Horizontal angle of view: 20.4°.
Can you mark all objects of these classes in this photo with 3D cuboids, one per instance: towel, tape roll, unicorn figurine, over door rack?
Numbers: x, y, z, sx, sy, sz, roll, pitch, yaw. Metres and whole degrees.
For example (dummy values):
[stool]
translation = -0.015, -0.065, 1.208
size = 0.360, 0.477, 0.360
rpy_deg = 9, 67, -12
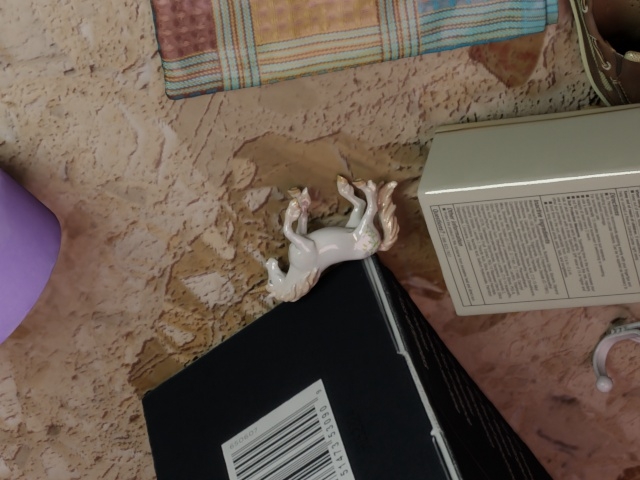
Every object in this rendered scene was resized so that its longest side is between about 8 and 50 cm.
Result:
[towel]
translation = 0.027, -0.270, 1.552
size = 0.370, 0.040, 0.271
rpy_deg = -12, 124, -7
[tape roll]
translation = -0.322, 0.024, 1.557
size = 0.189, 0.189, 0.080
rpy_deg = -40, 124, 12
[unicorn figurine]
translation = 0.000, 0.000, 1.703
size = 0.162, 0.060, 0.111
rpy_deg = -9, 111, 4
[over door rack]
translation = 0.463, 0.119, 1.797
size = 0.239, 0.108, 0.324
rpy_deg = 17, 151, -25

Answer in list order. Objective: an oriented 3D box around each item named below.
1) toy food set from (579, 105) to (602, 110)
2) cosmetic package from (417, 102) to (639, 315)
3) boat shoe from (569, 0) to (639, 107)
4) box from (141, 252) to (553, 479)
[toy food set]
translation = 0.263, -0.090, 1.741
size = 0.082, 0.020, 0.083
rpy_deg = 31, 110, -29
[cosmetic package]
translation = 0.262, -0.031, 1.649
size = 0.309, 0.113, 0.160
rpy_deg = -5, 128, 20
[boat shoe]
translation = 0.285, -0.183, 1.641
size = 0.095, 0.095, 0.257
rpy_deg = -31, 125, 6
[box]
translation = 0.100, 0.354, 1.707
size = 0.297, 0.480, 0.472
rpy_deg = -34, 124, 10
